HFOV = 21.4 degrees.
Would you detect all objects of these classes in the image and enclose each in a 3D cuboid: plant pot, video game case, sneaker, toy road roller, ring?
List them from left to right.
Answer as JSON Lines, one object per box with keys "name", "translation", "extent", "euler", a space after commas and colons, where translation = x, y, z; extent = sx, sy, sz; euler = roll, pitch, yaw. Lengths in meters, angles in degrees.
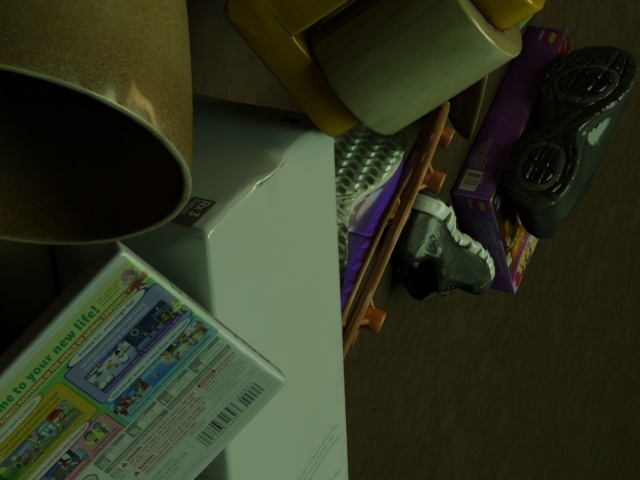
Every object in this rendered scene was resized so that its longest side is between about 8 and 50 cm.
{"name": "plant pot", "translation": [-0.184, -0.160, 1.073], "extent": [0.237, 0.237, 0.254], "euler": [55, 36, -58]}
{"name": "video game case", "translation": [-0.158, 0.128, 1.251], "extent": [0.212, 0.023, 0.193], "euler": [-46, 127, 3]}
{"name": "sneaker", "translation": [-0.001, 0.000, 1.658], "extent": [0.146, 0.102, 0.293], "euler": [100, 13, -46]}
{"name": "toy road roller", "translation": [0.023, -0.273, 1.361], "extent": [0.329, 0.202, 0.240], "euler": [51, 27, -16]}
{"name": "ring", "translation": [0.061, 0.020, 1.648], "extent": [0.336, 0.032, 0.336], "euler": [-156, -90, -89]}
{"name": "sneaker", "translation": [0.135, 0.030, 1.978], "extent": [0.234, 0.078, 0.106], "euler": [46, 62, -57]}
{"name": "plant pot", "translation": [0.175, -0.231, 1.906], "extent": [0.236, 0.032, 0.236], "euler": [11, 90, -89]}
{"name": "sneaker", "translation": [0.316, -0.127, 2.140], "extent": [0.286, 0.109, 0.130], "euler": [-55, 153, -24]}

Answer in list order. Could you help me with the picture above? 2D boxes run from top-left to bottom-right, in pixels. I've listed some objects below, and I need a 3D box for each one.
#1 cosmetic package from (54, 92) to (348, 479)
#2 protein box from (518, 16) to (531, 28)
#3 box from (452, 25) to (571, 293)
{"name": "cosmetic package", "translation": [-0.091, 0.094, 1.429], "extent": [0.217, 0.156, 0.385], "euler": [-44, 138, -51]}
{"name": "protein box", "translation": [0.112, -0.292, 1.531], "extent": [0.200, 0.136, 0.201], "euler": [130, -48, -73]}
{"name": "box", "translation": [0.264, -0.106, 2.205], "extent": [0.293, 0.057, 0.201], "euler": [-63, 152, -29]}
